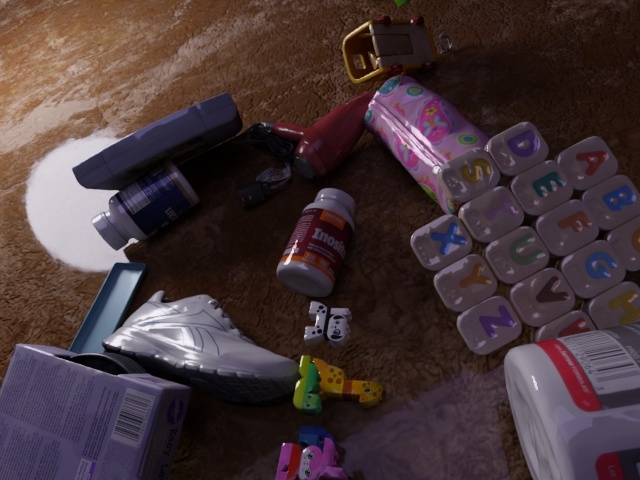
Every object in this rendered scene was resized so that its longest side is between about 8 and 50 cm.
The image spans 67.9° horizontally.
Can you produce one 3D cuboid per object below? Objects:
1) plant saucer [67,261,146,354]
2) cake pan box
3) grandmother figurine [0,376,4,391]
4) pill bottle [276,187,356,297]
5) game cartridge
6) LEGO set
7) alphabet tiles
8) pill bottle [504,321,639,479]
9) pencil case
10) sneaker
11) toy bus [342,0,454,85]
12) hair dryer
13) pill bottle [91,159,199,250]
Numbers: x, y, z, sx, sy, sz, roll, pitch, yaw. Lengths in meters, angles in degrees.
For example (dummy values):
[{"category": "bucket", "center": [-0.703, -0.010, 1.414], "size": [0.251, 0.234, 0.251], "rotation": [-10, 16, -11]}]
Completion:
[{"category": "plant saucer", "center": [-0.344, 0.120, 0.768], "size": [0.067, 0.018, 0.192], "rotation": [2, 55, 19]}, {"category": "cake pan box", "center": [-0.300, 0.269, 0.568], "size": [0.245, 0.070, 0.267], "rotation": [7, 77, 20]}, {"category": "grandmother figurine", "center": [-0.581, 0.332, 0.642], "size": [0.342, 0.104, 0.208], "rotation": [-28, 66, -1]}, {"category": "pill bottle", "center": [0.000, 0.000, 0.703], "size": [0.086, 0.086, 0.152], "rotation": [9, 59, 23]}, {"category": "game cartridge", "center": [-0.281, -0.171, 0.861], "size": [0.294, 0.196, 0.060], "rotation": [-27, 93, -2]}, {"category": "LEGO set", "center": [0.023, 0.190, 0.564], "size": [0.093, 0.087, 0.227], "rotation": [0, 49, 14]}, {"category": "alphabet tiles", "center": [0.266, 0.002, 0.576], "size": [0.278, 0.021, 0.284], "rotation": [-27, 80, -3]}, {"category": "pill bottle", "center": [0.351, 0.152, 0.425], "size": [0.318, 0.176, 0.176], "rotation": [-13, 53, 8]}, {"category": "pencil case", "center": [0.178, -0.141, 0.726], "size": [0.124, 0.124, 0.284], "rotation": [-28, 51, -4]}, {"category": "sneaker", "center": [-0.157, 0.135, 0.646], "size": [0.297, 0.111, 0.129], "rotation": [10, 54, 23]}, {"category": "toy bus", "center": [0.136, -0.356, 0.901], "size": [0.104, 0.202, 0.191], "rotation": [-8, 54, 51]}, {"category": "hair dryer", "center": [-0.035, -0.194, 0.851], "size": [0.293, 0.080, 0.224], "rotation": [-18, 52, 8]}, {"category": "pill bottle", "center": [-0.308, -0.059, 0.837], "size": [0.169, 0.094, 0.094], "rotation": [-37, 53, -10]}]
